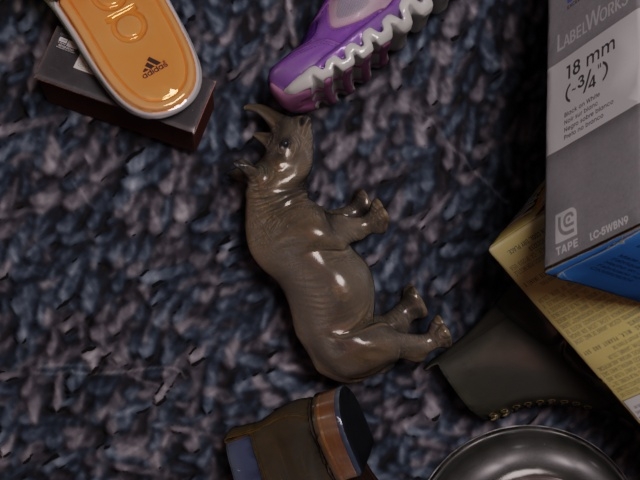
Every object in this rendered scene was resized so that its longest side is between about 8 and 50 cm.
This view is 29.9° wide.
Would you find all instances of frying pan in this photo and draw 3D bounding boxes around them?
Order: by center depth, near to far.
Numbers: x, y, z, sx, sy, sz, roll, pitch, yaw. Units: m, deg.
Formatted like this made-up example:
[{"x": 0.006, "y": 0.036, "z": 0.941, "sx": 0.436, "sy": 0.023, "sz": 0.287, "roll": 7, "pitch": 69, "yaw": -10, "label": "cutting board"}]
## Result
[{"x": 0.229, "y": 0.276, "z": 0.976, "sx": 0.326, "sy": 0.053, "sz": 0.197, "roll": 24, "pitch": 89, "yaw": -2, "label": "frying pan"}]

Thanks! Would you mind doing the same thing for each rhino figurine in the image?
[{"x": 0.000, "y": 0.000, "z": 0.939, "sx": 0.106, "sy": 0.073, "sz": 0.243, "roll": -29, "pitch": 91, "yaw": -7, "label": "rhino figurine"}]

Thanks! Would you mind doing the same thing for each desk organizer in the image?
[{"x": -0.150, "y": -0.116, "z": 0.934, "sx": 0.130, "sy": 0.050, "sz": 0.047, "roll": 20, "pitch": 74, "yaw": 2, "label": "desk organizer"}]

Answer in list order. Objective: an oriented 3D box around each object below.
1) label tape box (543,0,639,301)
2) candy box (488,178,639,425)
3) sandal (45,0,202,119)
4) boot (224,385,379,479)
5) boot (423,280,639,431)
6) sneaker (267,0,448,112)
[{"x": 0.284, "y": -0.111, "z": 0.850, "sx": 0.241, "sy": 0.106, "sz": 0.333, "roll": 16, "pitch": 63, "yaw": -23, "label": "label tape box"}, {"x": 0.289, "y": 0.062, "z": 0.912, "sx": 0.316, "sy": 0.087, "sz": 0.183, "roll": 48, "pitch": 46, "yaw": -3, "label": "candy box"}, {"x": -0.170, "y": -0.214, "z": 0.895, "sx": 0.102, "sy": 0.076, "sz": 0.265, "roll": -33, "pitch": 78, "yaw": -15, "label": "sandal"}, {"x": 0.003, "y": 0.228, "z": 0.953, "sx": 0.106, "sy": 0.082, "sz": 0.219, "roll": -15, "pitch": 96, "yaw": 17, "label": "boot"}, {"x": 0.193, "y": 0.124, "z": 0.968, "sx": 0.137, "sy": 0.077, "sz": 0.198, "roll": -41, "pitch": 92, "yaw": 9, "label": "boot"}, {"x": 0.039, "y": -0.200, "z": 0.937, "sx": 0.236, "sy": 0.095, "sz": 0.104, "roll": -43, "pitch": 88, "yaw": -9, "label": "sneaker"}]
